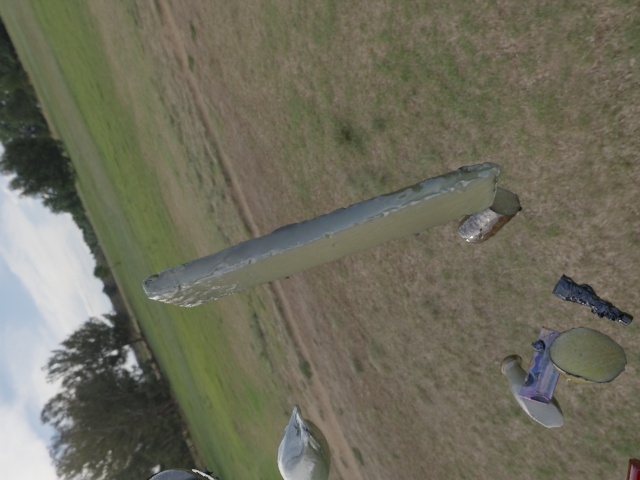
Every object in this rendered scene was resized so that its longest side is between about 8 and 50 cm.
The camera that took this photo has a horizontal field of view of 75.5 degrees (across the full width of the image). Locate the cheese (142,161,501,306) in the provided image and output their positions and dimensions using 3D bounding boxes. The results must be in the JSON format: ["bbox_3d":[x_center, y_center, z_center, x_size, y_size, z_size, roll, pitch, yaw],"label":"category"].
[{"bbox_3d":[0.000,0.002,0.464,0.085,0.400,0.034,60,-168,-66],"label":"cheese"}]

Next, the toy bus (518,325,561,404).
[{"bbox_3d":[0.818,0.458,1.513,0.112,0.090,0.274,18,87,32],"label":"toy bus"}]

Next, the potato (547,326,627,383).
[{"bbox_3d":[0.790,0.370,1.246,0.182,0.202,0.117,44,155,42],"label":"potato"}]

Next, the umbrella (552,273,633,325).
[{"bbox_3d":[0.856,0.190,1.301,0.224,0.071,0.080,32,98,28],"label":"umbrella"}]

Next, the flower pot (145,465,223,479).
[{"bbox_3d":[-0.187,0.404,0.374,0.290,0.259,0.290,1,92,31],"label":"flower pot"}]

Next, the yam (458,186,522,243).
[{"bbox_3d":[0.362,-0.052,0.894,0.084,0.084,0.127,57,157,20],"label":"yam"}]

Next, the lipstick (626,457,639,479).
[{"bbox_3d":[0.893,0.763,1.165,0.073,0.073,0.279,15,105,59],"label":"lipstick"}]

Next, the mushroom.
[{"bbox_3d":[0.845,0.605,1.673,0.350,0.128,0.128,-102,2,-63],"label":"mushroom"}]

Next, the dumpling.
[{"bbox_3d":[-0.065,0.697,1.396,0.341,0.181,0.260,63,176,-26],"label":"dumpling"}]
